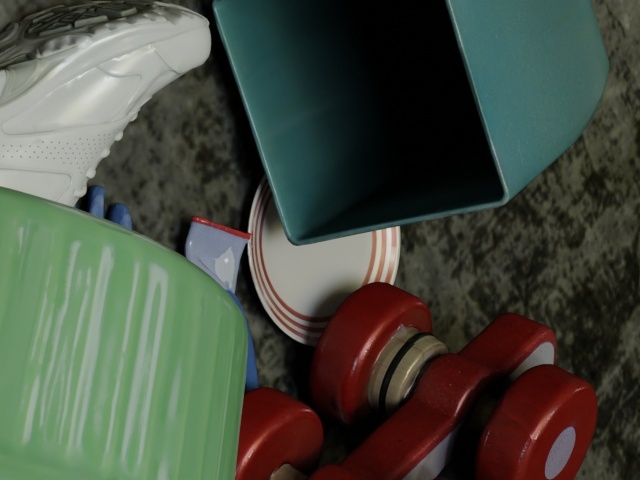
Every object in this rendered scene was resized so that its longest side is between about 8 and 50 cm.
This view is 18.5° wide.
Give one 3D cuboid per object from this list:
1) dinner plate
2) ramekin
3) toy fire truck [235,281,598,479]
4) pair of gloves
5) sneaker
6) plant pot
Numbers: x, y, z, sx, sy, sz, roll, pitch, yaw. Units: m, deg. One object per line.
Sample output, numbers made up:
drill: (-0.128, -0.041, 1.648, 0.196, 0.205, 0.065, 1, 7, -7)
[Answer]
dinner plate: (0.000, 0.000, 1.298, 0.141, 0.017, 0.141, -2, 92, -46)
ramekin: (-0.178, 0.080, 0.934, 0.303, 0.303, 0.148, 29, 64, -42)
toy fire truck: (0.050, 0.192, 1.276, 0.302, 0.169, 0.254, -40, 143, -38)
pair of gloves: (-0.108, 0.055, 1.189, 0.198, 0.023, 0.159, 15, 82, -43)
sneaker: (-0.154, -0.062, 1.106, 0.232, 0.090, 0.115, -28, 117, -32)
plant pot: (0.083, -0.120, 1.271, 0.234, 0.165, 0.165, -29, 104, -52)
